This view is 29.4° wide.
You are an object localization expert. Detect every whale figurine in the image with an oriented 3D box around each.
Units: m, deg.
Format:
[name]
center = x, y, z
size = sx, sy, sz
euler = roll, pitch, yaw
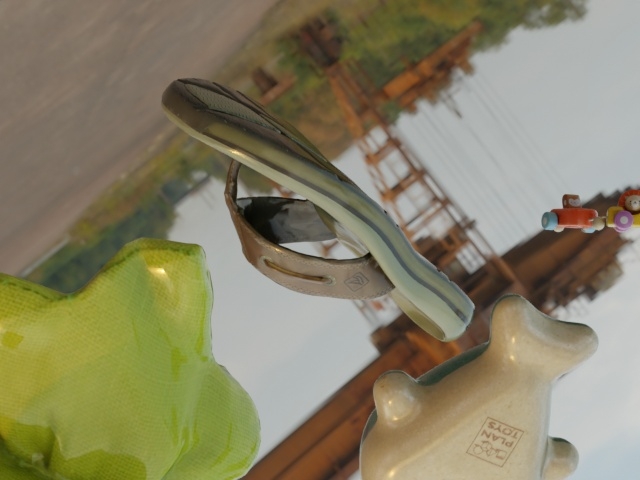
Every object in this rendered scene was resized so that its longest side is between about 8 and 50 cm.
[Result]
[whale figurine]
center = 0.147, 0.160, 1.156
size = 0.141, 0.216, 0.272
euler = -93, -152, -64

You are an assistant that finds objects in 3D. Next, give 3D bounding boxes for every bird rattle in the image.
[bird rattle]
center = -0.076, 0.097, 0.420
size = 0.207, 0.253, 0.143
euler = 17, -113, 31

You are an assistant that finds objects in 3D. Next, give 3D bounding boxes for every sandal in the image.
[sandal]
center = 0.001, 0.001, 0.818
size = 0.086, 0.303, 0.120
euler = -46, -142, 1

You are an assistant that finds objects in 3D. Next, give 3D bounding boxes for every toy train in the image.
[toy train]
center = 0.321, -0.030, 1.260
size = 0.166, 0.046, 0.125
euler = 3, 178, -15
